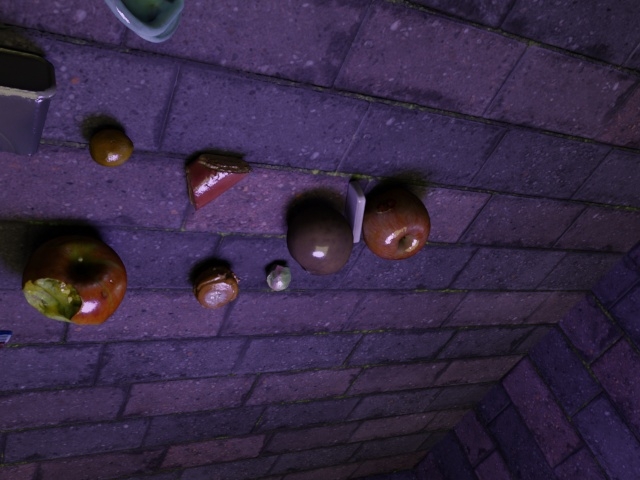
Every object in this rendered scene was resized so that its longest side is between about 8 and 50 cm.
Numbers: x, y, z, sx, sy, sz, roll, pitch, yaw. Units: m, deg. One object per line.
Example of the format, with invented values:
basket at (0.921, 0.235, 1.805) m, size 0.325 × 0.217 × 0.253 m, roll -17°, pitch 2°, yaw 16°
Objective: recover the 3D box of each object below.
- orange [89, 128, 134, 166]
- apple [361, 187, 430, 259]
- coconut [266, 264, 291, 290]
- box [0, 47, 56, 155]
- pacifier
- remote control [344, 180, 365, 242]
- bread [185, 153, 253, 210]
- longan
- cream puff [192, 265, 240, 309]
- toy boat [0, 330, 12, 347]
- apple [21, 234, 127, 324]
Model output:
orange at (-0.465, -0.206, 1.335) m, size 0.095 × 0.085 × 0.085 m, roll -11°, pitch 140°, yaw -27°
apple at (0.222, -0.048, 1.787) m, size 0.211 × 0.188 × 0.211 m, roll -15°, pitch 137°, yaw -15°
coconut at (-0.133, 0.117, 1.874) m, size 0.081 × 0.082 × 0.083 m, roll 3°, pitch 132°, yaw -36°
box at (-0.658, -0.266, 1.130) m, size 0.274 × 0.138 × 0.178 m, roll 4°, pitch 138°, yaw -30°
pacifier at (-0.362, -0.477, 0.982) m, size 0.269 × 0.288 × 0.343 m, roll -5°, pitch 141°, yaw 18°
remote control at (0.100, -0.085, 1.760) m, size 0.029 × 0.087 × 0.190 m, roll -11°, pitch 139°, yaw -14°
bread at (-0.279, -0.154, 1.500) m, size 0.192 × 0.067 × 0.119 m, roll -36°, pitch 140°, yaw 14°
longan at (0.000, 0.000, 1.727) m, size 0.196 × 0.196 × 0.220 m, roll -30°, pitch 134°, yaw 7°
cream puff at (-0.313, 0.134, 1.783) m, size 0.144 × 0.103 × 0.126 m, roll -38°, pitch 126°, yaw 16°
toy boat at (-0.985, 0.300, 1.674) m, size 0.229 × 0.046 × 0.080 m, roll -11°, pitch 137°, yaw -13°
apple at (-0.614, 0.115, 1.496) m, size 0.246 × 0.246 × 0.226 m, roll 3°, pitch 142°, yaw -30°
